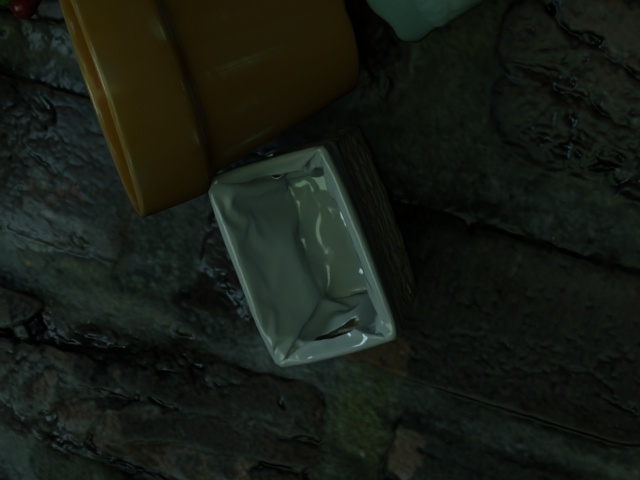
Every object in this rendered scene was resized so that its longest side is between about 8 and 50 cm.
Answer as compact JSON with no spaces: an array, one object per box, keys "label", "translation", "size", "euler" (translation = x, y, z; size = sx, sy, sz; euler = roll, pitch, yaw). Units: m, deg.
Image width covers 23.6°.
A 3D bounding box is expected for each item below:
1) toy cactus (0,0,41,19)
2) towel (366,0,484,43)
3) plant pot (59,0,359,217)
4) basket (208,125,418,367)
[{"label":"toy cactus","translation":[-0.179,-0.246,1.212],"size":[0.180,0.112,0.219],"euler":[39,109,-7]},{"label":"towel","translation":[0.085,-0.372,1.068],"size":[0.320,0.090,0.374],"euler":[-32,96,27]},{"label":"plant pot","translation":[-0.080,-0.143,1.142],"size":[0.188,0.205,0.205],"euler":[-19,103,-9]},{"label":"basket","translation":[0.000,0.000,1.223],"size":[0.113,0.103,0.167],"euler":[-15,103,24]}]
